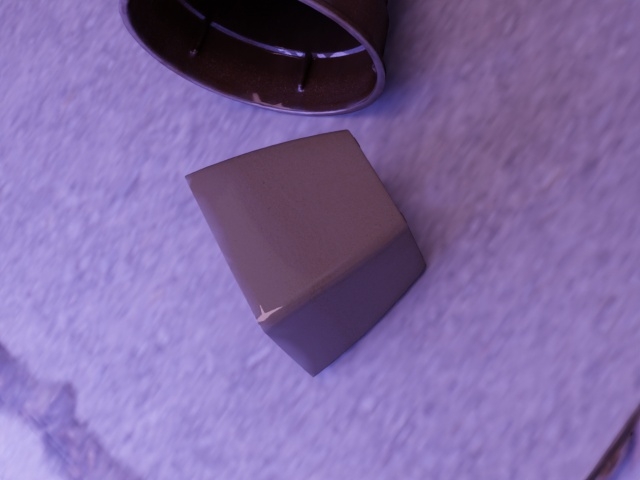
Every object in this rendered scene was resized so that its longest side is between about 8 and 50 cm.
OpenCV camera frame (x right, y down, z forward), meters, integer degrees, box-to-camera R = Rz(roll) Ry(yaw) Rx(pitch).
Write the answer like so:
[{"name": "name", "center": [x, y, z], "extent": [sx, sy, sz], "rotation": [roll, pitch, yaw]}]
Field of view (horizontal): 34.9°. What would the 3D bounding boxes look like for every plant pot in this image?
[{"name": "plant pot", "center": [-0.020, -0.188, 0.634], "extent": [0.167, 0.167, 0.165], "rotation": [7, 70, 28]}, {"name": "plant pot", "center": [0.000, 0.000, 0.598], "extent": [0.096, 0.109, 0.109], "rotation": [-30, 64, 3]}]
